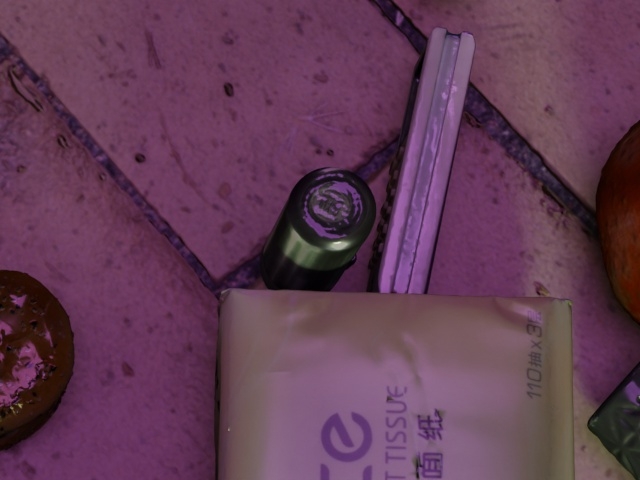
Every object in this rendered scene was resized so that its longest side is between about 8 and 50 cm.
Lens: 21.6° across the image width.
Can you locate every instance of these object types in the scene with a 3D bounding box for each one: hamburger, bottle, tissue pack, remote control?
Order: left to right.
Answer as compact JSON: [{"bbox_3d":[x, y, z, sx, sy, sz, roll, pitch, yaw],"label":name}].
[{"bbox_3d":[-0.321,0.113,1.552,0.186,0.113,0.177,3,77,-7],"label":"hamburger"},{"bbox_3d":[0.000,0.000,1.546,0.096,0.253,0.079,-10,77,-12],"label":"bottle"},{"bbox_3d":[0.065,0.254,1.521,0.332,0.205,0.404,2,76,-3],"label":"tissue pack"},{"bbox_3d":[0.096,-0.064,1.652,0.056,0.103,0.277,13,75,-3],"label":"remote control"}]

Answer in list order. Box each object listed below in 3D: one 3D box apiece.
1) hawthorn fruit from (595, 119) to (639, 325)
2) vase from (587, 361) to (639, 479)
[{"bbox_3d":[0.413,-0.012,1.596,0.275,0.300,0.275,-2,95,-22],"label":"hawthorn fruit"},{"bbox_3d":[0.407,0.229,1.599,0.301,0.156,0.251,41,115,10],"label":"vase"}]
